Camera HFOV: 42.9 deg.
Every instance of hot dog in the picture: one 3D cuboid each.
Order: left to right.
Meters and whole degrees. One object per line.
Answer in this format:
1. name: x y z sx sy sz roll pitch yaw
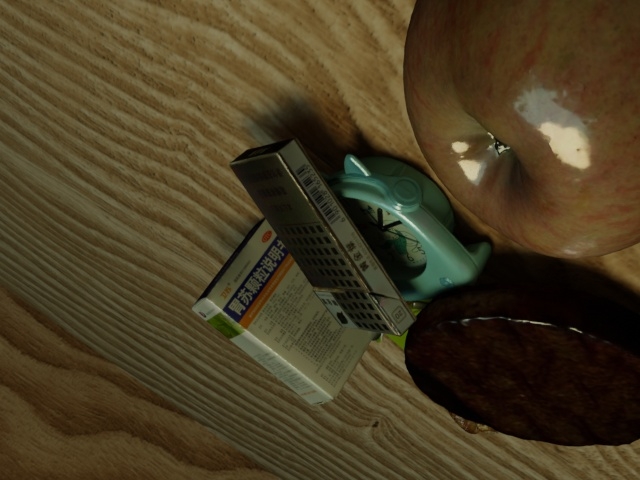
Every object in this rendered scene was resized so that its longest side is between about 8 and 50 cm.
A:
1. hot dog: 0.255 0.281 1.458 0.108 0.059 0.191 -15 122 49

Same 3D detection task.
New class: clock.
1. clock: 0.103 -0.028 1.212 0.274 0.094 0.223 49 148 -21

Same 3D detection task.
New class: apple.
1. apple: 0.219 -0.140 0.719 0.344 0.269 0.345 23 153 12

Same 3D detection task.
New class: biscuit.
1. biscuit: 0.328 0.187 1.225 0.407 0.091 0.407 14 149 9

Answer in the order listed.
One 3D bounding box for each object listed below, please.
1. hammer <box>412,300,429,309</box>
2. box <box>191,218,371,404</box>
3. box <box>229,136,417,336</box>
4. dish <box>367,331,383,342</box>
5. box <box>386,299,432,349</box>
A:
1. hammer: 0.243 0.114 1.280 0.199 0.013 0.062 7 151 5
2. box: -0.056 0.133 1.506 0.299 0.200 0.106 39 153 -8
3. box: 0.001 0.000 1.210 0.325 0.047 0.180 56 157 -16
4. dish: 0.096 0.114 1.447 0.091 0.039 0.137 -53 53 57
5. box: 0.269 0.220 1.455 0.335 0.047 0.187 40 151 -10
